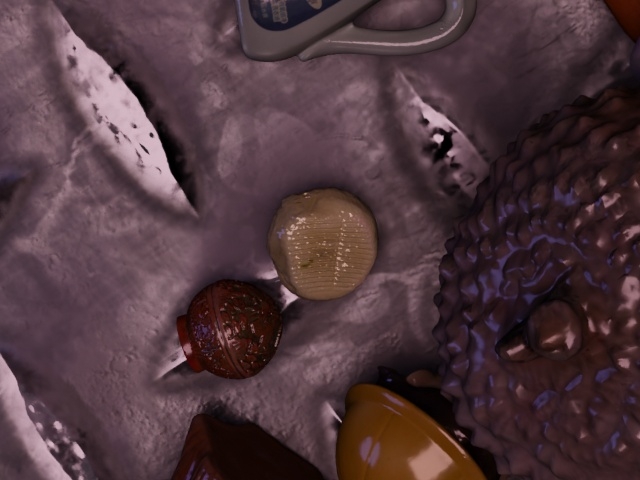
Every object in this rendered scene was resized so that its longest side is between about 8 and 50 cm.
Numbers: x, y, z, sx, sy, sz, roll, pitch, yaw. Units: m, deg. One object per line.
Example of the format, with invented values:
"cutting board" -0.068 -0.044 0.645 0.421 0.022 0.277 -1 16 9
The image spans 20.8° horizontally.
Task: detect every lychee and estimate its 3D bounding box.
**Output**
"lychee" 0.285 0.051 1.458 0.380 0.432 0.380 7 102 37

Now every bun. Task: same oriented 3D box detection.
"bun" 0.000 0.000 1.687 0.115 0.069 0.115 -6 117 -12

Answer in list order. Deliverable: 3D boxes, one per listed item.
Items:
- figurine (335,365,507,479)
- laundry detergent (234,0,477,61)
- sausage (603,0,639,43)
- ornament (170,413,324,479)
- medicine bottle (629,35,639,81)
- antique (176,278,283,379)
"figurine" 0.132 0.180 1.671 0.257 0.167 0.192 -40 84 6
"laundry detergent" 0.055 -0.276 1.614 0.280 0.105 0.215 -7 100 2
"sausage" 0.278 -0.268 1.623 0.076 0.076 0.197 -36 97 8
"ornament" -0.092 0.324 1.684 0.235 0.221 0.217 37 104 3
"medicine bottle" 0.425 -0.257 1.522 0.212 0.212 0.325 23 87 -3
"antique" -0.084 0.086 1.691 0.104 0.104 0.104 0 101 2
